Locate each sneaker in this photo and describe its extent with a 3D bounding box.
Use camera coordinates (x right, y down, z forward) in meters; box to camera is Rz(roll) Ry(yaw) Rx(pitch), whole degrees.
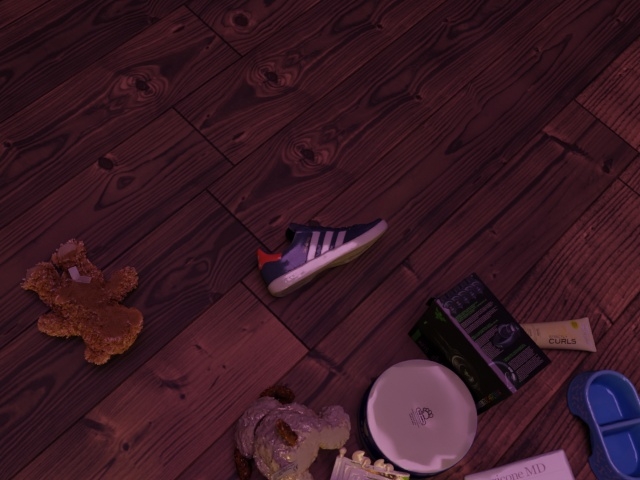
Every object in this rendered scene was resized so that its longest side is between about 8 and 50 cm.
[{"bbox_3d":[0.000,0.000,1.864,0.350,0.131,0.148,-27,77,-18],"label":"sneaker"}]

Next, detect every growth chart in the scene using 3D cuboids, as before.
[{"bbox_3d":[0.126,0.565,1.643,0.237,0.021,0.171,24,101,4],"label":"growth chart"}]

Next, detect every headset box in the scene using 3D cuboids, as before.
[{"bbox_3d":[0.357,0.240,1.744,0.131,0.246,0.283,-33,75,-21],"label":"headset box"}]

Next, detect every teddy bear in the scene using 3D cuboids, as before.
[{"bbox_3d":[-0.551,0.143,1.750,0.338,0.113,0.245,26,58,12],"label":"teddy bear"}]

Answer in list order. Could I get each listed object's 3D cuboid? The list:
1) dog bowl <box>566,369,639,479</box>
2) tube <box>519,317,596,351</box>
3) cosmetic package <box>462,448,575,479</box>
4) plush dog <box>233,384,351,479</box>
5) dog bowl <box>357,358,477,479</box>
[{"bbox_3d":[0.714,0.450,1.797,0.166,0.074,0.297,-9,68,-12],"label":"dog bowl"},{"bbox_3d":[0.582,0.239,1.884,0.240,0.062,0.070,1,106,-13],"label":"tube"},{"bbox_3d":[0.480,0.699,1.573,0.230,0.161,0.453,-18,68,4],"label":"cosmetic package"},{"bbox_3d":[-0.099,0.430,1.624,0.225,0.210,0.262,8,59,46],"label":"plush dog"},{"bbox_3d":[0.224,0.414,1.726,0.265,0.104,0.264,3,66,-7],"label":"dog bowl"}]
